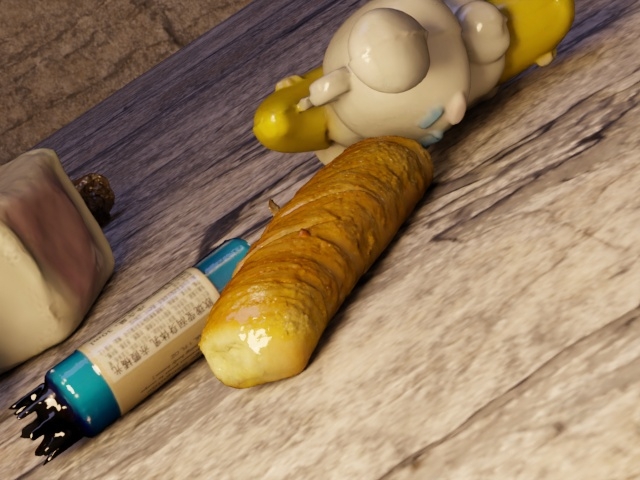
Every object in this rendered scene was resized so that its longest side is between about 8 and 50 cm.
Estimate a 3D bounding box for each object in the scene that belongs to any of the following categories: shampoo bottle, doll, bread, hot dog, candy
[{"bbox_3d":[-0.114,0.070,1.077,0.183,0.050,0.087,-37,-9,-15],"label":"shampoo bottle"},{"bbox_3d":[0.061,-0.117,1.205,0.237,0.111,0.252,-17,-4,-33],"label":"doll"},{"bbox_3d":[-0.277,-0.025,1.854,0.082,0.060,0.113,-21,16,43],"label":"bread"},{"bbox_3d":[0.003,0.003,1.052,0.088,0.061,0.286,-15,20,22],"label":"hot dog"},{"bbox_3d":[-0.361,0.070,1.510,0.359,0.145,0.208,-29,12,19],"label":"candy"}]
